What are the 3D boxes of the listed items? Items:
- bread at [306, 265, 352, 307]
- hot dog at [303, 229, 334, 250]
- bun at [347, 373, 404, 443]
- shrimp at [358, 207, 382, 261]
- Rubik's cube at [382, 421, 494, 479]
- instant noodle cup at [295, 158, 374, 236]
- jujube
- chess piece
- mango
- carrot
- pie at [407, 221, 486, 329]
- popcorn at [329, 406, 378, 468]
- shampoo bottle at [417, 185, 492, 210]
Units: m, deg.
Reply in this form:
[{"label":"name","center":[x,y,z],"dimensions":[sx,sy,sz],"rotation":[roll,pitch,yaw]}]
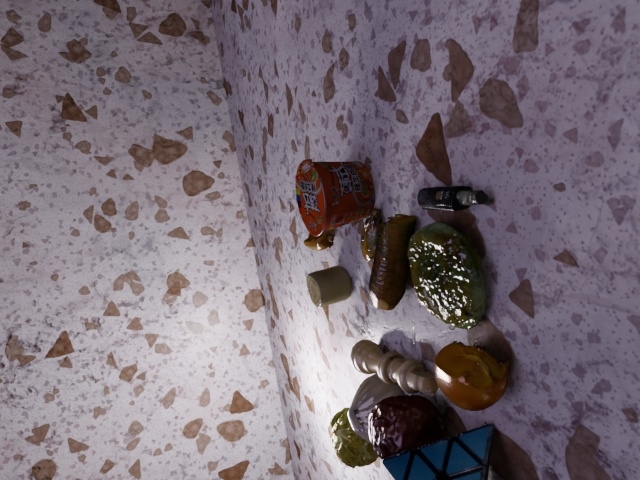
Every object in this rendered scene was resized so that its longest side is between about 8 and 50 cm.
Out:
[{"label":"bread","center":[0.033,0.181,1.757],"dimensions":[0.148,0.141,0.134],"rotation":[-133,34,-55]},{"label":"hot dog","center":[0.000,0.000,1.825],"dimensions":[0.076,0.102,0.249],"rotation":[39,166,-14]},{"label":"bun","center":[0.184,0.606,1.552],"dimensions":[0.263,0.174,0.264],"rotation":[44,141,52]},{"label":"shrimp","center":[0.159,-0.023,1.464],"dimensions":[0.217,0.051,0.115],"rotation":[96,155,-43]},{"label":"Rubik's cube","center":[0.328,0.613,1.108],"dimensions":[0.229,0.228,0.234],"rotation":[121,133,-58]},{"label":"instant noodle cup","center":[0.048,-0.154,1.476],"dimensions":[0.250,0.191,0.251],"rotation":[168,90,-68]},{"label":"jujube","center":[0.254,0.547,1.299],"dimensions":[0.232,0.212,0.213],"rotation":[-36,67,59]},{"label":"chess piece","center":[0.233,0.404,1.422],"dimensions":[0.397,0.117,0.117],"rotation":[-5,96,66]},{"label":"mango","center":[0.345,0.327,1.072],"dimensions":[0.154,0.126,0.252],"rotation":[53,162,10]},{"label":"carrot","center":[0.205,0.062,1.306],"dimensions":[0.114,0.113,0.302],"rotation":[-133,40,-53]},{"label":"pie","center":[0.307,0.088,1.111],"dimensions":[0.277,0.078,0.278],"rotation":[169,90,-71]},{"label":"popcorn","center":[0.133,0.750,1.722],"dimensions":[0.235,0.180,0.217],"rotation":[59,-174,-15]},{"label":"shampoo bottle","center":[0.308,-0.098,1.044],"dimensions":[0.207,0.063,0.057],"rotation":[-166,77,-68]}]
